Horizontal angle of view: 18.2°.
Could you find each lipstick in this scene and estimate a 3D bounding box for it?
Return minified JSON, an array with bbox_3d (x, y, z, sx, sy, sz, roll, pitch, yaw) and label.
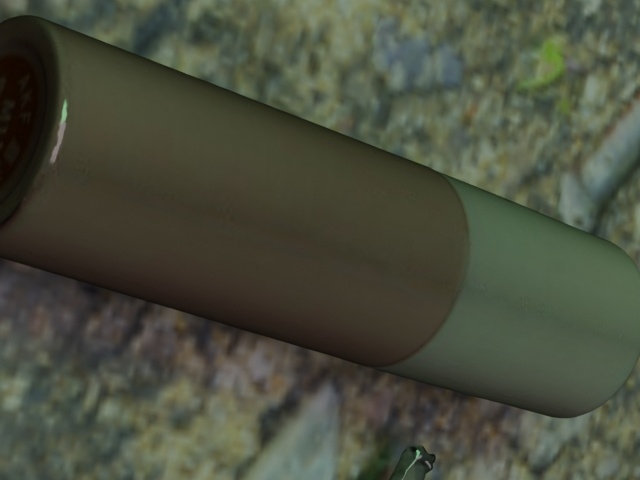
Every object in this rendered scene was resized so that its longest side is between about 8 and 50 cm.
[{"bbox_3d":[0.000,0.000,0.644,0.254,0.070,0.070,19,83,-39],"label":"lipstick"}]

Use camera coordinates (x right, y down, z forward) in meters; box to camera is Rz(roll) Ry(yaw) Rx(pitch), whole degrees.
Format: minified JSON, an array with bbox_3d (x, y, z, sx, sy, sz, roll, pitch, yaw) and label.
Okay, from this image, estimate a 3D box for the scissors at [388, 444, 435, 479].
[{"bbox_3d":[-0.017,0.161,0.681,0.110,0.021,0.212,41,70,-32],"label":"scissors"}]
